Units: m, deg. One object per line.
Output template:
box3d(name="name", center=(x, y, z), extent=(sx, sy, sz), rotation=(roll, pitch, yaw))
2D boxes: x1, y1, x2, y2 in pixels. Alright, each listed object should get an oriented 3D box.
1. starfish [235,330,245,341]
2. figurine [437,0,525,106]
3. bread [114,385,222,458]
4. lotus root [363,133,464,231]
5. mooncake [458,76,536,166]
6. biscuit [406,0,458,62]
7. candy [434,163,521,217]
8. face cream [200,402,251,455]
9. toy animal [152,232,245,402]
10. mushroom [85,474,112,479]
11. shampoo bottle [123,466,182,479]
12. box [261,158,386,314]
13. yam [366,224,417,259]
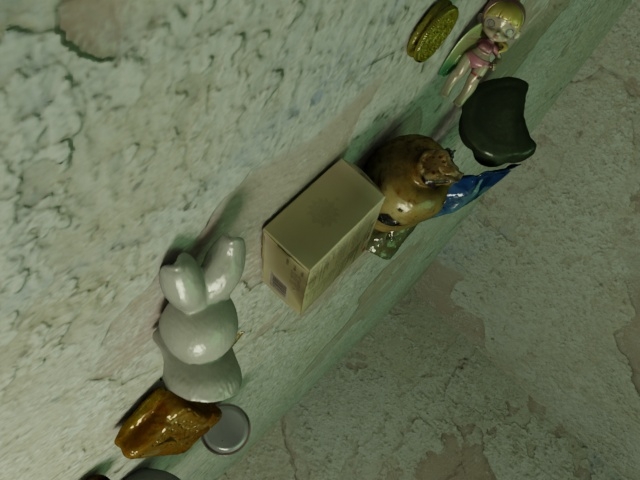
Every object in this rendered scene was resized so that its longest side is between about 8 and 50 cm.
box3d(name="starfish", center=(-0.170, 0.196, 1.248), extent=(0.092, 0.016, 0.086), rotation=(-39, 167, -44))
box3d(name="figurine", center=(0.246, -0.295, 1.037), extent=(0.083, 0.083, 0.187), rotation=(-26, 149, -59))
box3d(name="bread", center=(-0.257, 0.313, 1.163), extent=(0.139, 0.077, 0.271), rotation=(-43, 166, -5))
box3d(name="lotus root", center=(0.132, -0.087, 1.121), extent=(0.154, 0.140, 0.257), rotation=(-57, -178, -25))
box3d(name="mooncake", center=(0.356, -0.231, 1.342), extent=(0.175, 0.168, 0.104), rotation=(-61, 166, -4))
box3d(name="biscuit", center=(0.143, -0.266, 0.868), extent=(0.084, 0.023, 0.084), rotation=(-45, 167, -13))
box3d(name="candy", center=(0.247, -0.088, 1.441), extent=(0.331, 0.077, 0.187), rotation=(-21, 179, 34))
box3d(name="face cream", center=(-0.220, 0.435, 1.570), extent=(0.117, 0.117, 0.104), rotation=(-43, 176, -20))
box3d(name="toy animal", center=(-0.148, 0.077, 0.830), extent=(0.103, 0.131, 0.221), rotation=(-7, 120, -22))
box3d(name="mushroom", center=(-0.384, 0.453, 1.140), extent=(0.109, 0.085, 0.126), rotation=(-47, 172, -6))
box3d(name="shampoo bottle", center=(-0.348, 0.635, 1.398), extent=(0.273, 0.266, 0.273), rotation=(-44, 166, -14))
box3d(name="box", center=(0.000, 0.000, 1.032), extent=(0.168, 0.095, 0.212), rotation=(-42, 167, -19))
box3d(name="yam", center=(0.147, -0.066, 1.298), extent=(0.194, 0.107, 0.107), rotation=(-54, 166, 20))
